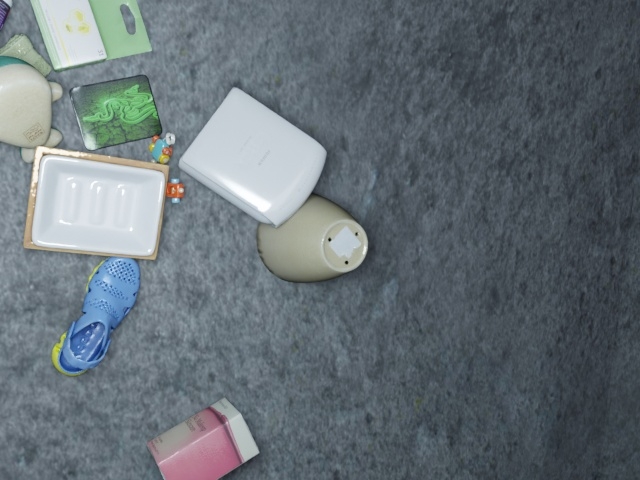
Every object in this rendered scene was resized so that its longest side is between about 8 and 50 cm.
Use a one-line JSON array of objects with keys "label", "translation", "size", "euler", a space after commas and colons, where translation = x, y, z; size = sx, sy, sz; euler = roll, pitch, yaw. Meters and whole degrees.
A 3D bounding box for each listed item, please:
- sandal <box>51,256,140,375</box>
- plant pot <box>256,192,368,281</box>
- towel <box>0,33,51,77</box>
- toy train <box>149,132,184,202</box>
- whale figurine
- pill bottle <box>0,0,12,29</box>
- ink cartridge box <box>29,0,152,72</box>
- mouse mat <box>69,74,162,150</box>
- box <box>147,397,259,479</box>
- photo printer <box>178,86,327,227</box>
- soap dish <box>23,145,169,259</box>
[{"label": "sandal", "translation": [-0.515, 0.181, 1.499], "size": [0.126, 0.138, 0.317], "euler": [26, 82, -23]}, {"label": "plant pot", "translation": [0.000, 0.000, 1.647], "size": [0.257, 0.274, 0.256], "euler": [-2, 95, -25]}, {"label": "towel", "translation": [-0.671, -0.370, 1.402], "size": [0.148, 0.027, 0.110], "euler": [-55, 136, -25]}, {"label": "toy train", "translation": [-0.364, -0.176, 1.550], "size": [0.046, 0.125, 0.166], "euler": [-9, 99, -50]}, {"label": "whale figurine", "translation": [-0.654, -0.278, 1.357], "size": [0.141, 0.272, 0.216], "euler": [42, 75, 15]}, {"label": "pill bottle", "translation": [-0.723, -0.490, 1.351], "size": [0.108, 0.108, 0.193], "euler": [25, 84, -25]}, {"label": "ink cartridge box", "translation": [-0.525, -0.500, 1.475], "size": [0.235, 0.056, 0.171], "euler": [-20, 102, -20]}, {"label": "mouse mat", "translation": [-0.489, -0.308, 1.535], "size": [0.190, 0.007, 0.152], "euler": [-18, 102, -24]}, {"label": "box", "translation": [-0.299, 0.527, 1.624], "size": [0.232, 0.149, 0.126], "euler": [-28, 105, -21]}, {"label": "photo printer", "translation": [-0.156, -0.198, 1.592], "size": [0.308, 0.107, 0.256], "euler": [35, 79, -1]}, {"label": "soap dish", "translation": [-0.514, -0.084, 1.473], "size": [0.291, 0.118, 0.228], "euler": [7, 98, -25]}]
